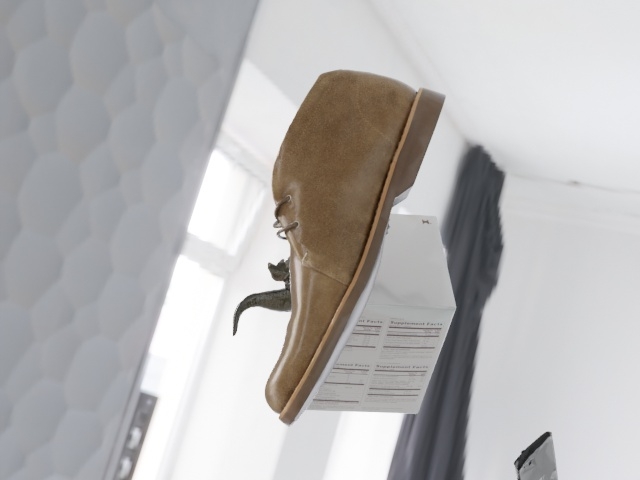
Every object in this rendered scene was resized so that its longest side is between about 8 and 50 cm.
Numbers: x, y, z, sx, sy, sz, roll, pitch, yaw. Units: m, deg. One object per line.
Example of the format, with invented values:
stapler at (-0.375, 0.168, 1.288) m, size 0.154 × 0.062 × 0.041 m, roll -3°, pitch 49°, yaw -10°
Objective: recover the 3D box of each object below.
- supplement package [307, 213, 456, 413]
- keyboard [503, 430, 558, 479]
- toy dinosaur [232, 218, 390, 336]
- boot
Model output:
supplement package at (0.076, 0.115, 1.651) m, size 0.198 × 0.199 × 0.262 m, roll 3°, pitch -45°, yaw -9°
keyboard at (0.284, 0.337, 1.446) m, size 0.038 × 0.100 × 0.192 m, roll 32°, pitch -27°, yaw 39°
toy dinosaur at (0.006, 0.030, 1.437) m, size 0.121 × 0.313 × 0.160 m, roll 26°, pitch -18°, yaw 22°
boot at (0.000, 0.000, 0.869) m, size 0.115 × 0.305 × 0.112 m, roll 20°, pitch -13°, yaw 0°
